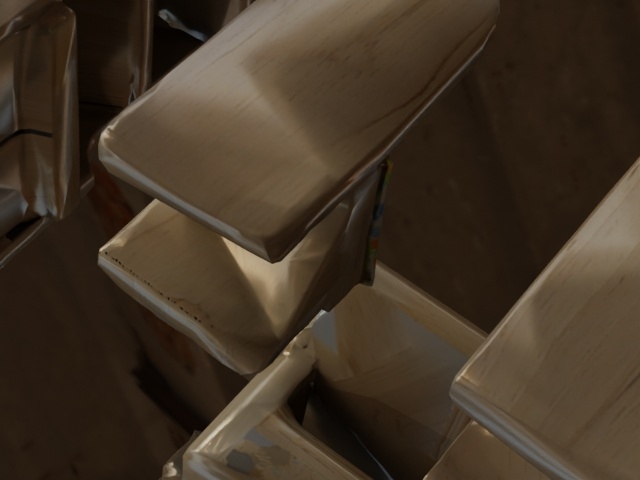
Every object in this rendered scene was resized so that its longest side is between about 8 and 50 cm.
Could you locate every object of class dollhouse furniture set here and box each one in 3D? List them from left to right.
[{"bbox_3d":[0.000,0.000,0.680,0.256,0.394,0.362,-46,-19,-31],"label":"dollhouse furniture set"}]
